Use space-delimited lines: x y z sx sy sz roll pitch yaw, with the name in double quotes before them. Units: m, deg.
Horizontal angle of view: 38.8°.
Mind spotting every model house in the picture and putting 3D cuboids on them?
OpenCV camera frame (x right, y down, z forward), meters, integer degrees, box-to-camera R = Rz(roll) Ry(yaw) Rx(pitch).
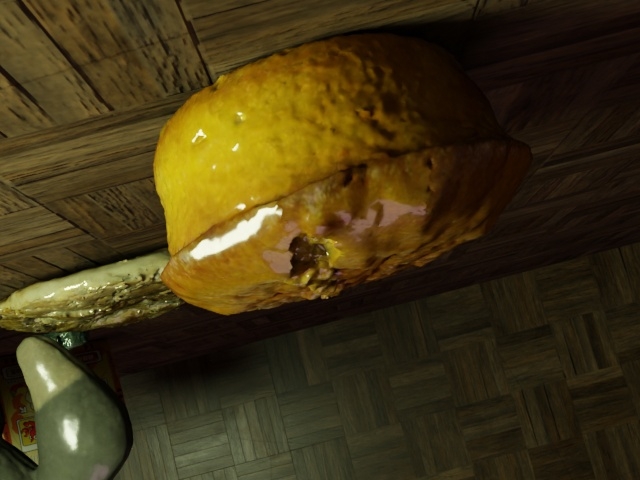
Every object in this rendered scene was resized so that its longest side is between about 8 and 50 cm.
"model house" -0.477 0.192 1.676 0.083 0.066 0.079 -18 172 11

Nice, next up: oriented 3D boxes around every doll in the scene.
"doll" -0.513 0.277 1.400 0.379 0.382 0.252 -31 -179 -13

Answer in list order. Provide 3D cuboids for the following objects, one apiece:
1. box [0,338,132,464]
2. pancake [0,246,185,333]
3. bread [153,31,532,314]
"box" -0.600 0.377 1.987 0.284 0.259 0.214 -7 169 -40
"pancake" -0.295 0.076 1.294 0.356 0.065 0.356 -16 173 -2
"bread" 0.008 -0.046 0.738 0.312 0.172 0.312 -19 170 -3
